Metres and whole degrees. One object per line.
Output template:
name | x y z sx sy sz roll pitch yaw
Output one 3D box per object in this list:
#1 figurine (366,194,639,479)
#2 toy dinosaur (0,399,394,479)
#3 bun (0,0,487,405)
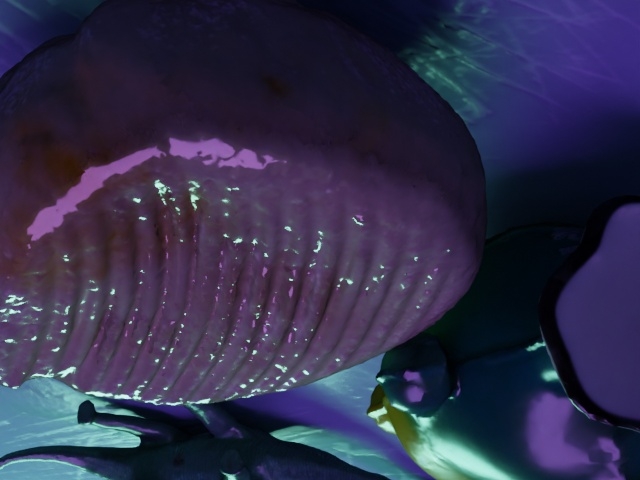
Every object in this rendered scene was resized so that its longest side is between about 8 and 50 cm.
figurine | 0.178 0.098 1.305 0.323 0.231 0.340 -3 167 -20
toy dinosaur | -0.090 0.254 1.826 0.383 0.129 0.331 -11 154 33
bun | -0.074 -0.039 1.161 0.365 0.219 0.365 -7 149 -5
